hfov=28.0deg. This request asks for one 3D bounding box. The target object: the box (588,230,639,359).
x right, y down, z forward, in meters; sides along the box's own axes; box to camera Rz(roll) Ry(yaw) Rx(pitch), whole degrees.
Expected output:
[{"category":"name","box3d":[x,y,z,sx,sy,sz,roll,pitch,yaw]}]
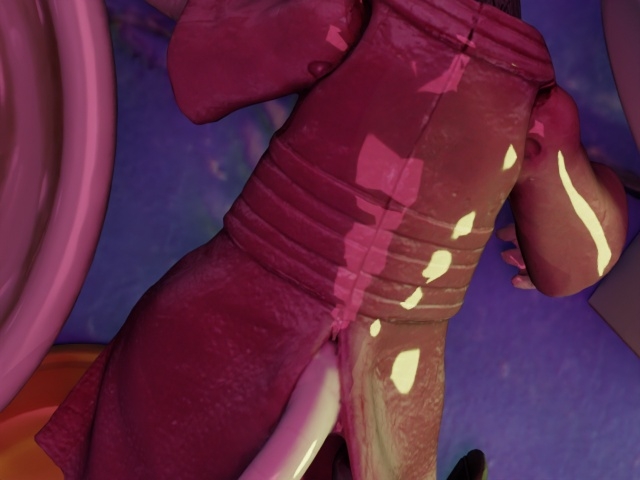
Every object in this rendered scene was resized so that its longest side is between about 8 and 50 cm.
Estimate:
[{"category":"box","box3d":[0.233,0.055,0.610,0.170,0.130,0.091,34,99,-6]}]

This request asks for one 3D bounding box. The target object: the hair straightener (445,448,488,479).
[{"category":"hair straightener","box3d":[0.038,0.211,0.677,0.089,0.047,0.230,21,100,-5]}]

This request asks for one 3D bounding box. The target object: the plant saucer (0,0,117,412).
[{"category":"plant saucer","box3d":[-0.284,-0.067,0.584,0.400,0.100,0.400,0,100,1]}]

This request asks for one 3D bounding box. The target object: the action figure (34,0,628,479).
[{"category":"action figure","box3d":[0.000,0.000,0.525,0.248,0.276,0.370,21,102,-2]}]

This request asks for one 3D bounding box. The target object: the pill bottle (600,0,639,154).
[{"category":"pill bottle","box3d":[0.244,-0.090,0.491,0.245,0.130,0.130,-19,101,2]}]

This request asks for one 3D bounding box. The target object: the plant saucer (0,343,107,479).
[{"category":"plant saucer","box3d":[-0.125,0.154,0.668,0.200,0.037,0.200,0,101,-1]}]
